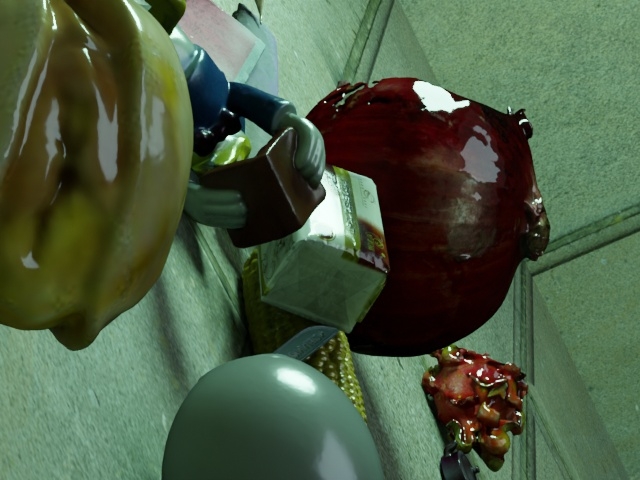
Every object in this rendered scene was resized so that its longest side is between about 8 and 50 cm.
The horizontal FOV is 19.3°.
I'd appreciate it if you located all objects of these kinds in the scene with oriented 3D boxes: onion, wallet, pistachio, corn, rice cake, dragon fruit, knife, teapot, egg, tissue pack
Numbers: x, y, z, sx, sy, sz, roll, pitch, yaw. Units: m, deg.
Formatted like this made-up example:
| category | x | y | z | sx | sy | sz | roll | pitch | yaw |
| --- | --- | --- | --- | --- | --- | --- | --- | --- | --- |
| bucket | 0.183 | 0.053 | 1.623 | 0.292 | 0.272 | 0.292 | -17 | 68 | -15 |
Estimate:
| category | x | y | z | sx | sy | sz | roll | pitch | yaw |
| --- | --- | --- | --- | --- | --- | --- | --- | --- | --- |
| onion | 0.087 | -0.022 | 2.109 | 0.341 | 0.341 | 0.341 | 59 | 15 | -27 |
| wallet | -0.129 | -0.209 | 2.051 | 0.119 | 0.025 | 0.232 | 39 | 23 | -8 |
| pistachio | -0.202 | -0.071 | 1.262 | 0.230 | 0.230 | 0.309 | 50 | 25 | -50 |
| corn | -0.015 | 0.126 | 1.867 | 0.101 | 0.101 | 0.310 | 54 | 18 | -43 |
| rice cake | -0.085 | -0.139 | 2.119 | 0.070 | 0.064 | 0.399 | 35 | 27 | -24 |
| dragon fruit | 0.215 | 0.221 | 2.543 | 0.133 | 0.150 | 0.208 | 18 | 41 | -32 |
| knife | -0.046 | 0.121 | 1.758 | 0.028 | 0.015 | 0.210 | 31 | 35 | 18 |
| teapot | 0.189 | 0.310 | 2.464 | 0.100 | 0.045 | 0.068 | 66 | 15 | 3 |
| egg | -0.035 | 0.208 | 1.483 | 0.176 | 0.176 | 0.232 | 37 | 39 | -64 |
| tissue pack | 0.000 | -0.001 | 1.861 | 0.106 | 0.099 | 0.149 | 21 | 33 | -21 |

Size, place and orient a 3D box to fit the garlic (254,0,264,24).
| category | x | y | z | sx | sy | sz | roll | pitch | yaw |
| --- | --- | --- | --- | --- | --- | --- | --- | --- | --- |
| garlic | -0.129 | -0.358 | 2.162 | 0.245 | 0.145 | 0.164 | 22 | 60 | -57 |

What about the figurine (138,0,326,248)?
| category | x | y | z | sx | sy | sz | roll | pitch | yaw |
| --- | --- | --- | --- | --- | --- | --- | --- | --- | --- |
| figurine | -0.096 | -0.117 | 1.800 | 0.283 | 0.204 | 0.338 | 43 | -4 | 11 |
